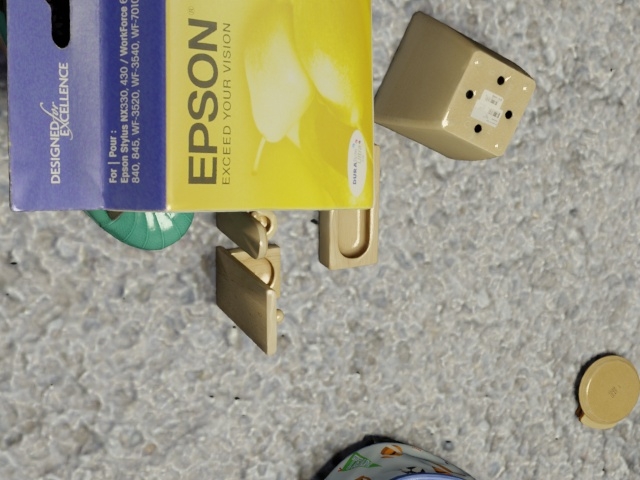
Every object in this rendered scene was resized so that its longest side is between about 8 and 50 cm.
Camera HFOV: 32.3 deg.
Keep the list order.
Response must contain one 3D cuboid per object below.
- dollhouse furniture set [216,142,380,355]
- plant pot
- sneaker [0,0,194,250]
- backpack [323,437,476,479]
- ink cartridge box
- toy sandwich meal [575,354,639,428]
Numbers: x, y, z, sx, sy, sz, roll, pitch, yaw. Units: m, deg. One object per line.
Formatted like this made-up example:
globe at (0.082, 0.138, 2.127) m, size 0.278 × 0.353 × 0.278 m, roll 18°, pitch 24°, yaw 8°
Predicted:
dollhouse furniture set at (0.000, 0.000, 0.961) m, size 0.151 × 0.123 × 0.144 m, roll -7°, pitch 109°, yaw -23°
plant pot at (0.127, -0.131, 0.994) m, size 0.109 × 0.096 × 0.109 m, roll 22°, pitch 96°, yaw -29°
sneaker at (-0.175, -0.110, 0.846) m, size 0.108 × 0.121 × 0.302 m, roll -32°, pitch 117°, yaw -12°
backpack at (0.077, 0.339, 1.070) m, size 0.277 × 0.213 × 0.263 m, roll 27°, pitch 83°, yaw -26°
ink cartridge box at (-0.077, -0.171, 0.805) m, size 0.307 × 0.072 × 0.303 m, roll -4°, pitch 95°, yaw -50°
toy sandwich meal at (0.313, 0.166, 1.217) m, size 0.086 × 0.029 × 0.085 m, roll -2°, pitch 97°, yaw -19°
